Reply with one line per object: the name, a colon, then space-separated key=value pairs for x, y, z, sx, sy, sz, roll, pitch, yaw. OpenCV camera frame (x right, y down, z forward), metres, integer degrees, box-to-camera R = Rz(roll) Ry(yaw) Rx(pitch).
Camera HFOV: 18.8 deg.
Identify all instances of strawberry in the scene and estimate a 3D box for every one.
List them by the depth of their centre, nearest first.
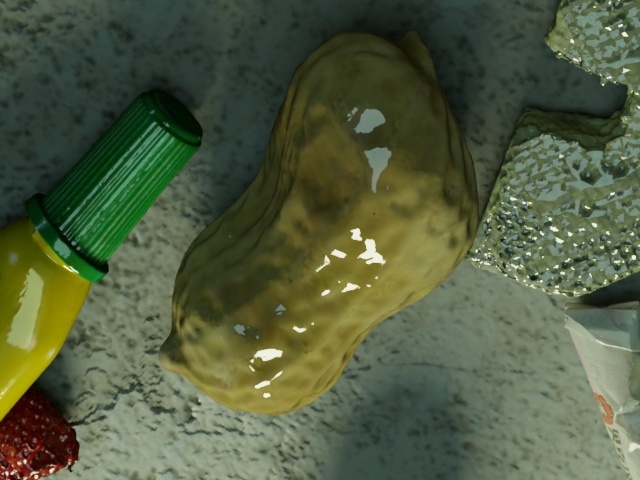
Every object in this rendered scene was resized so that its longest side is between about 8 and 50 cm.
strawberry: x=-0.217 y=0.140 z=1.398 sx=0.073 sy=0.073 sz=0.083 roll=-24 pitch=93 yaw=18

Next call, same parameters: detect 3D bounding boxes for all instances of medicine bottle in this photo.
medicine bottle: x=-0.195 y=0.021 z=1.334 sx=0.309 sy=0.076 sz=0.111 roll=-48 pitch=60 yaw=18

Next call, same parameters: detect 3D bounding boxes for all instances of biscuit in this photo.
biscuit: x=0.197 y=-0.072 z=1.253 sx=0.147 sy=0.046 sz=0.250 roll=20 pitch=114 yaw=1

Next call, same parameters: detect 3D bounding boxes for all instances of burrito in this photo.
burrito: x=0.225 y=0.125 z=1.322 sx=0.064 sy=0.064 sz=0.203 roll=-20 pitch=105 yaw=16

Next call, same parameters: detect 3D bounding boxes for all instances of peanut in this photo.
peanut: x=0.010 y=0.001 z=1.264 sx=0.159 sy=0.143 sz=0.291 roll=26 pitch=119 yaw=-11
